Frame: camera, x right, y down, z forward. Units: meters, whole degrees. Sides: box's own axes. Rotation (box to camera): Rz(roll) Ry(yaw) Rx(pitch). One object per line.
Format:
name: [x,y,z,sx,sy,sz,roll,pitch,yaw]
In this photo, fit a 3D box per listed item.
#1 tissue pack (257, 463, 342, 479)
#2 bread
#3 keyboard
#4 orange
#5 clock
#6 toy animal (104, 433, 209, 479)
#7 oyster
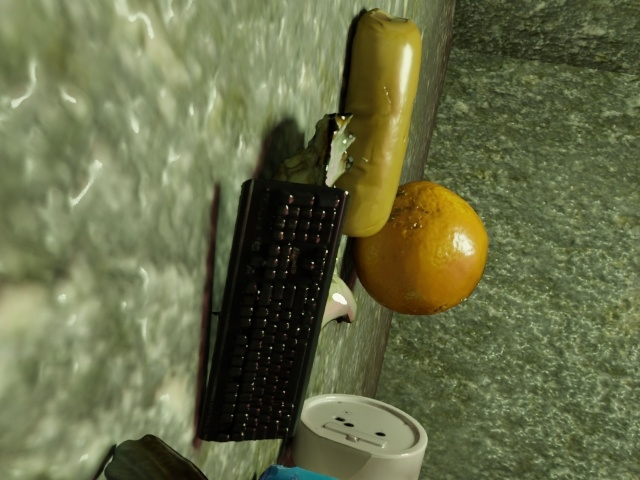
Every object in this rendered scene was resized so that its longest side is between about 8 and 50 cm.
tissue pack: [-0.051,0.412,0.681,0.269,0.137,0.209,-55,155,-66]
bread: [0.077,-0.155,0.872,0.142,0.091,0.305,-66,165,-66]
keyboard: [-0.040,0.063,0.505,0.025,0.094,0.230,-130,-132,-61]
orange: [0.181,0.019,1.160,0.246,0.246,0.246,12,90,-79]
clock: [0.056,0.301,0.948,0.197,0.197,0.068,-28,129,-76]
toy animal: [-0.081,0.270,0.295,0.160,0.197,0.272,-2,108,-76]
oyster: [-0.009,-0.003,0.616,0.198,0.092,0.259,68,27,-71]
